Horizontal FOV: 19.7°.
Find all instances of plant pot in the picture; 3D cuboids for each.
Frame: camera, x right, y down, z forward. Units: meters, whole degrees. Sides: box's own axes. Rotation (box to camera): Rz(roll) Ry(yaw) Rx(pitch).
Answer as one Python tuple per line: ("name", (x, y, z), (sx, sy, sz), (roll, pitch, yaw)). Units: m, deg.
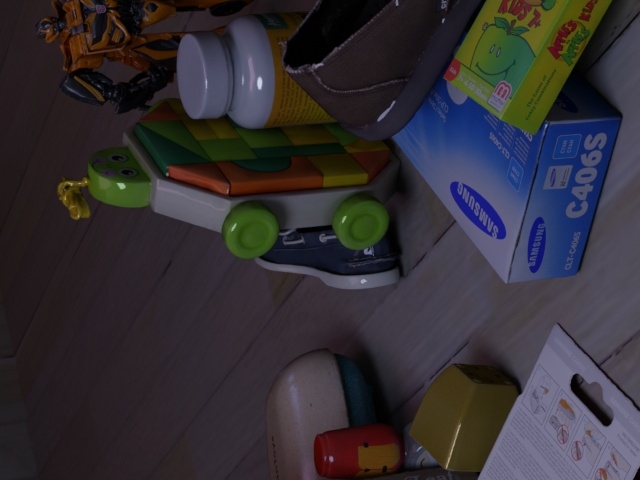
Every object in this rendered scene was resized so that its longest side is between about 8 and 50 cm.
("plant pot", (0.143, 0.161, 1.724), (0.081, 0.081, 0.083), (40, 120, 59))

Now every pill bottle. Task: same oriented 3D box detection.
("pill bottle", (-0.035, -0.175, 1.882), (0.117, 0.208, 0.117), (174, 90, -67))

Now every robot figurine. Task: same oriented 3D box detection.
("robot figurine", (-0.177, -0.255, 2.090), (0.085, 0.291, 0.211), (141, 119, -63))

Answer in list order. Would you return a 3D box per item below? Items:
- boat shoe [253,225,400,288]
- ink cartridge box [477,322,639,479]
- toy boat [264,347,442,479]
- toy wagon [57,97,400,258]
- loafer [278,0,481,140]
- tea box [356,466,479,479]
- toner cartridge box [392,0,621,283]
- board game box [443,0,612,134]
("boat shoe", (0.000, 0.000, 1.991), (0.254, 0.095, 0.079), (-165, 69, -64))
("ink cartridge box", (0.219, 0.214, 1.617), (0.225, 0.056, 0.181), (-66, 33, 19))
("toy boat", (0.040, 0.237, 1.932), (0.318, 0.148, 0.267), (138, 127, -71))
("toy wagon", (-0.096, -0.073, 1.875), (0.267, 0.344, 0.068), (-129, 41, -52))
("loafer", (0.084, -0.258, 1.562), (0.134, 0.130, 0.366), (41, 108, 52))
("tea box", (0.040, 0.410, 1.705), (0.323, 0.329, 0.220), (-122, 33, -45))
("toner cartridge box", (0.137, -0.128, 1.660), (0.348, 0.075, 0.165), (-124, 35, -48))
("board game box", (0.180, -0.187, 1.483), (0.181, 0.043, 0.092), (-61, 37, 12))
